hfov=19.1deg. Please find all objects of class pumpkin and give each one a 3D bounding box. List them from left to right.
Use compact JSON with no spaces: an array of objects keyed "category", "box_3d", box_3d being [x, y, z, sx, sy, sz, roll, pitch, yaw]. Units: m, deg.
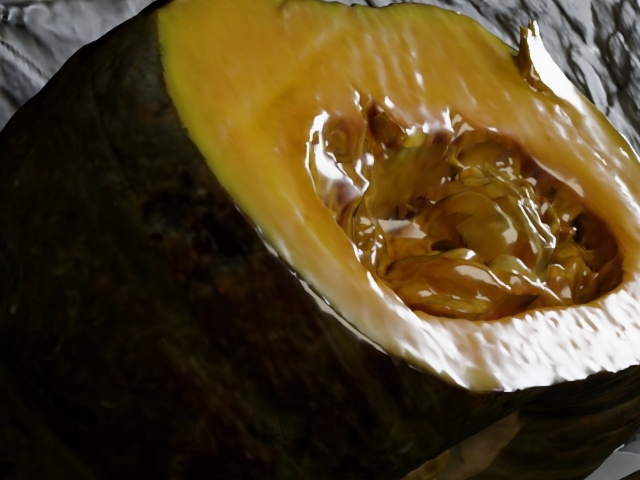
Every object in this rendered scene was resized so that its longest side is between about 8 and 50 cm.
[{"category":"pumpkin","box_3d":[0.000,0.000,0.699,0.317,0.139,0.222,-5,55,-50]}]

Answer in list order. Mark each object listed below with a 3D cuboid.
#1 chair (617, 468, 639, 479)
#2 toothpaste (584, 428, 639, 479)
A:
[{"category":"chair","box_3d":[0.066,0.162,0.623,0.247,0.159,0.172,-3,65,-36]},{"category":"toothpaste","box_3d":[0.093,0.167,0.780,0.114,0.073,0.299,56,44,-5]}]
